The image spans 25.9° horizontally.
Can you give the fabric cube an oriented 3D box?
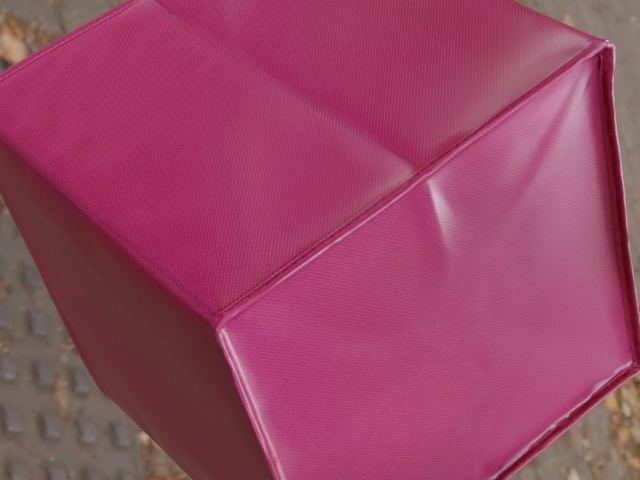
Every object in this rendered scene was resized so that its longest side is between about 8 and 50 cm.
[{"bbox_3d":[0.000,0.000,0.798,0.258,0.259,0.254,35,-28,42],"label":"fabric cube"}]
